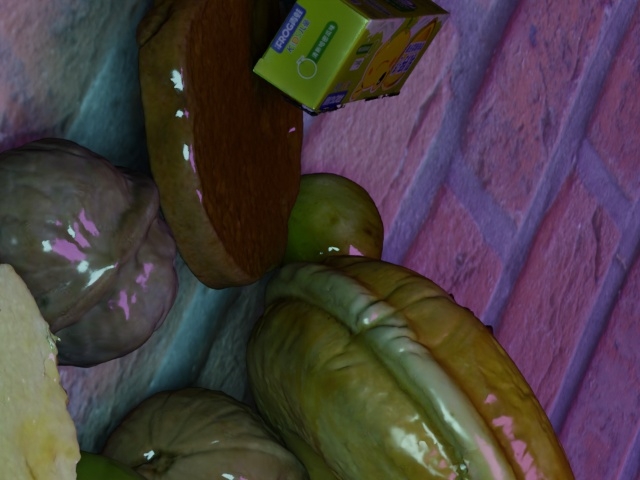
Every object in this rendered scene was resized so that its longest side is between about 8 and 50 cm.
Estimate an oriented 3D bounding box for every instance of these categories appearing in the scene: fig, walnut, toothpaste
[{"bbox_3d":[0.012,0.002,1.960,0.121,0.136,0.153,-13,79,-13],"label":"fig"},{"bbox_3d":[-0.114,0.254,1.783,0.228,0.228,0.228,-15,110,-51],"label":"walnut"},{"bbox_3d":[0.038,-0.203,1.873,0.110,0.077,0.327,-59,169,16],"label":"toothpaste"},{"bbox_3d":[-0.223,0.012,1.575,0.224,0.224,0.224,-15,110,-51],"label":"walnut"}]

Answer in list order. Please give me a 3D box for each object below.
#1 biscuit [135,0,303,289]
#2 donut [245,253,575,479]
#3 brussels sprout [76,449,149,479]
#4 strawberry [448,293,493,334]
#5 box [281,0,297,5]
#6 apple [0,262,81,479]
[{"bbox_3d":[-0.091,-0.139,1.761,0.359,0.074,0.381,66,23,-56],"label":"biscuit"},{"bbox_3d":[0.089,0.209,1.802,0.198,0.449,0.449,-34,127,-17],"label":"donut"},{"bbox_3d":[-0.249,0.337,1.565,0.344,0.344,0.268,-50,144,-34],"label":"brussels sprout"},{"bbox_3d":[0.114,0.196,2.125,0.336,0.149,0.265,58,38,-24],"label":"strawberry"},{"bbox_3d":[0.000,-0.273,1.932,0.099,0.074,0.054,-12,118,-51],"label":"box"},{"bbox_3d":[-0.335,0.180,1.373,0.314,0.252,0.309,-10,86,-10],"label":"apple"}]
